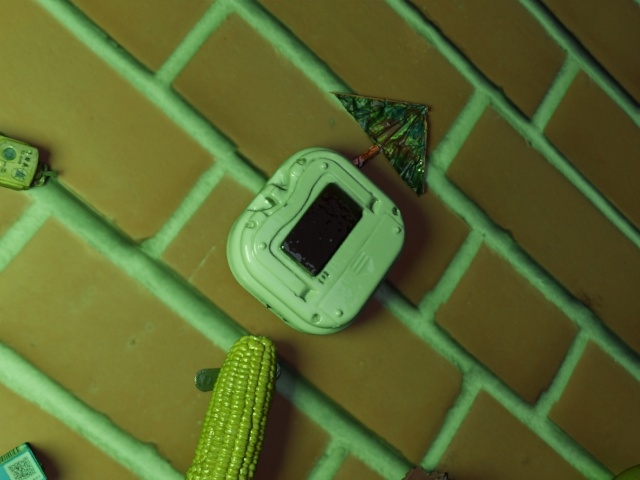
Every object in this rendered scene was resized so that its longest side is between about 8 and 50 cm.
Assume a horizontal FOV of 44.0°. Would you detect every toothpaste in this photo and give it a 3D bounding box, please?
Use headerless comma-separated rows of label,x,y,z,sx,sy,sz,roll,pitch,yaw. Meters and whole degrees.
toothpaste,-0.472,0.345,0.976,0.266,0.065,0.050,-31,99,-24

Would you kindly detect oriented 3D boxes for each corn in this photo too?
corn,-0.124,0.273,1.119,0.101,0.101,0.292,22,73,-20

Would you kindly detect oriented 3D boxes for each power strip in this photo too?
power strip,-0.497,-0.127,1.031,0.305,0.044,0.064,16,77,-21

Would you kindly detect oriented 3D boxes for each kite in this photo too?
kite,0.110,-0.176,1.318,0.189,0.009,0.232,-42,100,-21

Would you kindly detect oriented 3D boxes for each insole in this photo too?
insole,-0.121,0.201,1.177,0.135,0.002,0.045,-2,84,-23

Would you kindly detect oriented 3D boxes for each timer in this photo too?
timer,0.000,0.000,1.207,0.237,0.087,0.262,42,69,-13

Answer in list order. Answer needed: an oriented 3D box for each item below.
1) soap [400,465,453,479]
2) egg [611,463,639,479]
soap,0.205,0.513,1.221,0.182,0.112,0.289,-45,102,-21
egg,0.554,0.530,1.295,0.250,0.250,0.323,16,72,-21
